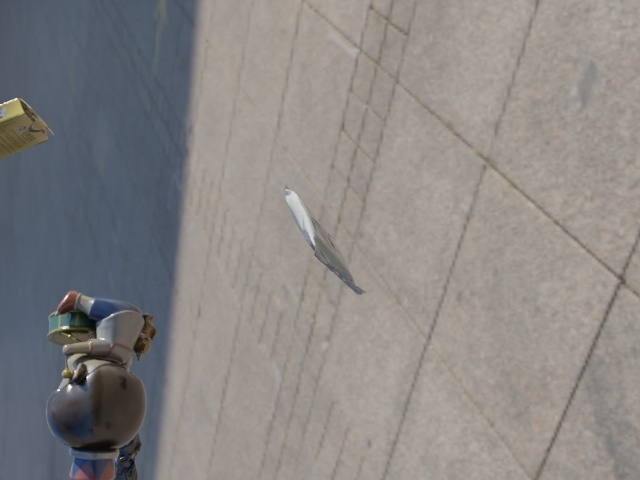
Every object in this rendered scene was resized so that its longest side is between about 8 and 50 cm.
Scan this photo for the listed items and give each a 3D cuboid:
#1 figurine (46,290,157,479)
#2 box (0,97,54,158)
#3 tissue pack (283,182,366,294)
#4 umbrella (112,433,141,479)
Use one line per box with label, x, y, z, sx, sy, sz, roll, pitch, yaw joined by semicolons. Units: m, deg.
figurine;-0.338;0.219;1.354;0.158;0.161;0.275;-16;60;23
box;-0.326;-0.086;0.829;0.073;0.149;0.020;90;157;-76
tissue pack;0.000;0.000;1.372;0.026;0.122;0.193;-37;37;5
umbrella;-0.407;0.473;1.891;0.066;0.059;0.235;-99;16;-60
